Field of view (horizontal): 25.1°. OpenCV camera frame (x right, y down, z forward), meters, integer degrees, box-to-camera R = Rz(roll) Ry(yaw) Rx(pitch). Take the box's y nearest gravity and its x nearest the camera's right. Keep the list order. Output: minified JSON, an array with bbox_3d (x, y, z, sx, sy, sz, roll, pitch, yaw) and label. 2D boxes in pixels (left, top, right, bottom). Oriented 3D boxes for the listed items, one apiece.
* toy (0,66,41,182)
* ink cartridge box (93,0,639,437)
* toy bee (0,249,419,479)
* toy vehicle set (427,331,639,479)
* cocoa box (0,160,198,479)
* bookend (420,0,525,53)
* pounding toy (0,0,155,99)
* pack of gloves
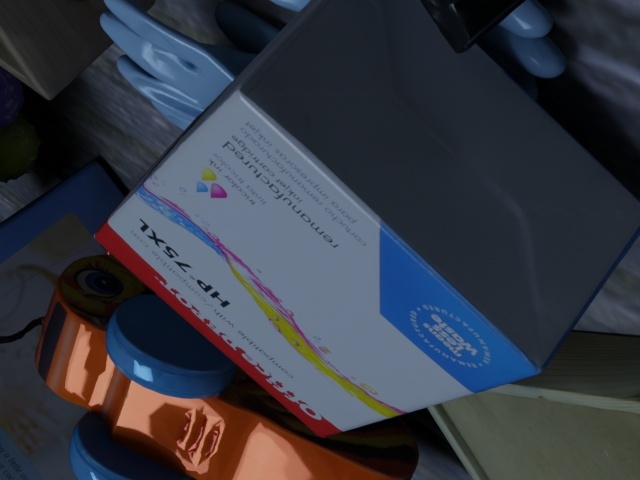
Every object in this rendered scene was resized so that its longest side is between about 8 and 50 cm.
[{"bbox_3d":[-0.212,-0.080,0.897,0.137,0.056,0.237,69,163,-4],"label":"toy"},{"bbox_3d":[0.000,0.000,0.556,0.134,0.078,0.231,42,154,-7],"label":"ink cartridge box"},{"bbox_3d":[-0.087,0.053,0.785,0.298,0.195,0.162,39,-157,-13],"label":"toy bee"},{"bbox_3d":[0.157,0.154,0.628,0.267,0.035,0.166,57,156,-17],"label":"toy vehicle set"},{"bbox_3d":[-0.155,0.164,0.955,0.347,0.231,0.228,53,156,-6],"label":"cocoa box"},{"bbox_3d":[0.052,-0.139,0.324,0.156,0.072,0.157,54,156,-13],"label":"bookend"},{"bbox_3d":[-0.140,-0.156,0.643,0.130,0.100,0.141,35,163,33],"label":"pounding toy"},{"bbox_3d":[-0.001,-0.086,0.561,0.232,0.046,0.195,28,151,22],"label":"pack of gloves"}]
